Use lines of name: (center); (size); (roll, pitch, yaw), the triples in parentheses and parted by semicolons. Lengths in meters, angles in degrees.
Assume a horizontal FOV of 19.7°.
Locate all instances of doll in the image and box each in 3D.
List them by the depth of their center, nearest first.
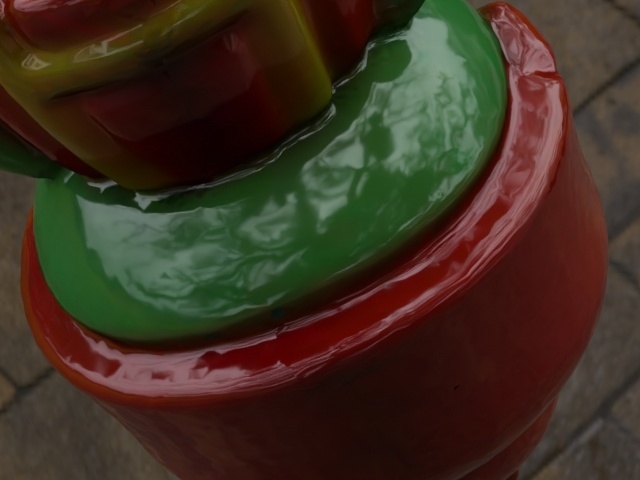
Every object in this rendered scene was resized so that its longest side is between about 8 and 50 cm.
doll: (0.000, -0.001, 0.589); (0.182, 0.363, 0.160); (-26, 50, 6)
